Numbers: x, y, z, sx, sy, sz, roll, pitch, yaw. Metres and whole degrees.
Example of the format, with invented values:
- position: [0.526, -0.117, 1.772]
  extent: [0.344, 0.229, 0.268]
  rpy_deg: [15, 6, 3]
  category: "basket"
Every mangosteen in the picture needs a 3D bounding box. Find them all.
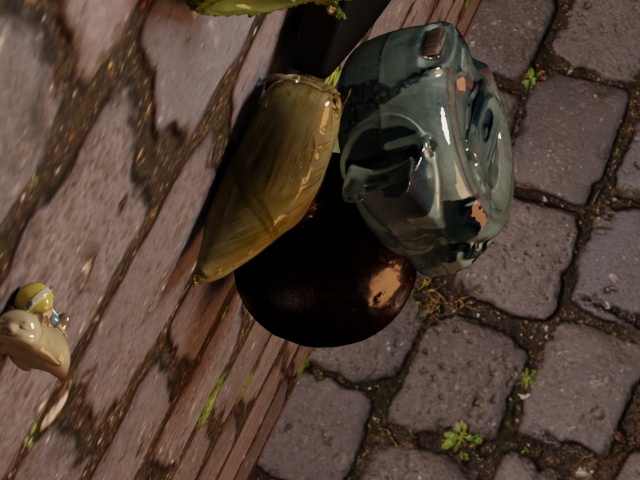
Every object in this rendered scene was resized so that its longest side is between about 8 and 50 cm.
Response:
- position: [0.000, 0.000, 1.558]
  extent: [0.228, 0.228, 0.265]
  rpy_deg: [-58, 138, -50]
  category: "mangosteen"

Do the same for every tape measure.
- position: [0.124, -0.103, 1.443]
  extent: [0.256, 0.147, 0.275]
  rpy_deg: [48, 39, -49]
  category: "tape measure"

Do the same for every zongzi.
- position: [-0.060, -0.060, 1.315]
  extent: [0.197, 0.099, 0.194]
  rpy_deg: [-49, 163, -45]
  category: "zongzi"

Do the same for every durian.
- position: [-0.040, -0.189, 0.940]
  extent: [0.086, 0.100, 0.215]
  rpy_deg: [-64, 167, 13]
  category: "durian"

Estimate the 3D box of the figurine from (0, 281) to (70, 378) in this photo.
- position: [-0.195, 0.059, 0.893]
  extent: [0.083, 0.047, 0.050]
  rpy_deg: [83, 17, -64]
  category: "figurine"

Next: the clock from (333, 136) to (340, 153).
- position: [0.121, -0.144, 1.803]
  extent: [0.029, 0.235, 0.235]
  rpy_deg: [101, 15, -67]
  category: "clock"

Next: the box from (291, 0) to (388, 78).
- position: [0.064, -0.335, 1.370]
  extent: [0.290, 0.073, 0.289]
  rpy_deg: [-57, 170, -54]
  category: "box"
